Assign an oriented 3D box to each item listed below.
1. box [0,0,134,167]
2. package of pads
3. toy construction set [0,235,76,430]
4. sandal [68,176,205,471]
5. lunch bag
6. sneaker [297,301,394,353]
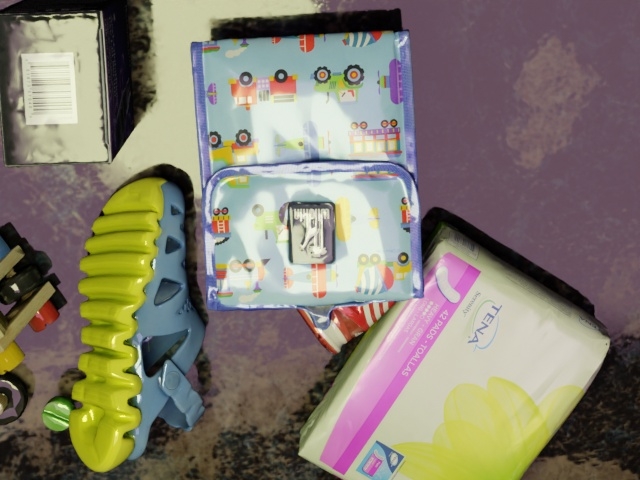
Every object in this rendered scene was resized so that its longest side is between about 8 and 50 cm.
[{"bbox_3d":[-0.254,-0.166,1.657,0.108,0.207,0.153,-2,104,1],"label":"box"},{"bbox_3d":[0.148,0.163,1.784,0.229,0.101,0.296,31,102,-6],"label":"package of pads"},{"bbox_3d":[-0.412,0.082,1.703,0.257,0.237,0.309,-6,102,2],"label":"toy construction set"},{"bbox_3d":[-0.184,0.089,1.777,0.138,0.126,0.317,4,98,-38],"label":"sandal"},{"bbox_3d":[-0.011,-0.054,1.677,0.221,0.138,0.293,-3,85,2],"label":"lunch bag"},{"bbox_3d":[0.000,0.000,1.753,0.128,0.087,0.221,-34,83,-4],"label":"sneaker"}]
